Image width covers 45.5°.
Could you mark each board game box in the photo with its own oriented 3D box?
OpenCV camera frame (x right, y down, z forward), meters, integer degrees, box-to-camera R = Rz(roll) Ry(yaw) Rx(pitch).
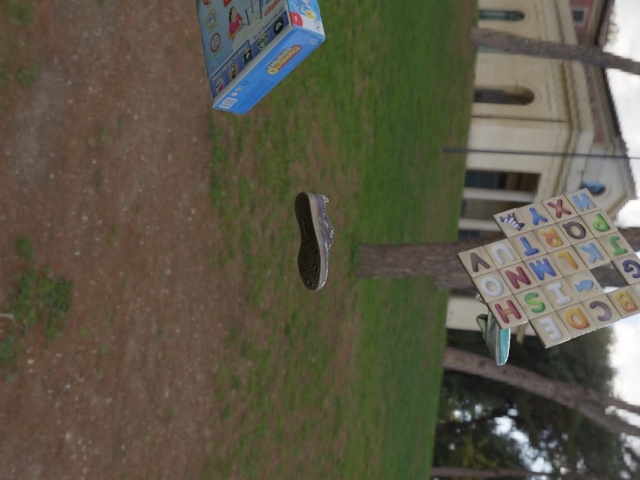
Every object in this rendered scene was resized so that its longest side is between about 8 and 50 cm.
[{"bbox_3d":[-0.139,-0.479,1.630,0.308,0.086,0.302,-32,-119,44],"label":"board game box"}]

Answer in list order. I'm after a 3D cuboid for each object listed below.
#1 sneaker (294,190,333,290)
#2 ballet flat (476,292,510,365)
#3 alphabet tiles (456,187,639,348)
[{"bbox_3d":[0.000,0.000,1.435,0.071,0.066,0.189,1,82,-44],"label":"sneaker"},{"bbox_3d":[0.334,0.135,1.478,0.072,0.068,0.213,-20,114,-59],"label":"ballet flat"},{"bbox_3d":[0.308,0.033,1.002,0.009,0.237,0.198,102,-32,-54],"label":"alphabet tiles"}]
